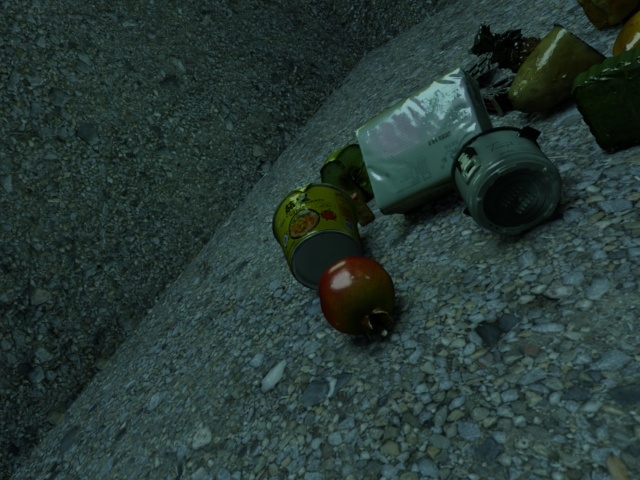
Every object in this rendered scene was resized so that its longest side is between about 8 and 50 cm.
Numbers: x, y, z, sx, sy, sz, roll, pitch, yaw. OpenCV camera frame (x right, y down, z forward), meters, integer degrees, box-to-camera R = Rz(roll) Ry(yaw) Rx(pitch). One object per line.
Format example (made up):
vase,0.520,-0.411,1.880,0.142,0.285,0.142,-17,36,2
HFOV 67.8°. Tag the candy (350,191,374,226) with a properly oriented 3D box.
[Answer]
candy,0.149,-0.117,1.814,0.062,0.122,0.038,-33,21,20

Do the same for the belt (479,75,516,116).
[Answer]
belt,0.611,-0.530,1.820,0.126,0.094,0.359,-50,25,-14

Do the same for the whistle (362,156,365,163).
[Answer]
whistle,0.339,-0.358,1.862,0.404,0.168,0.188,-41,23,5

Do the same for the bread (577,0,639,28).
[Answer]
bread,1.055,-0.905,1.641,0.344,0.195,0.149,-48,18,-5

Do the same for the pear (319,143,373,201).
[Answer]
pear,0.124,-0.304,2.022,0.164,0.238,0.256,-26,29,46

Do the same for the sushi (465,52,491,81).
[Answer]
sushi,0.635,-0.660,2.059,0.264,0.050,0.290,-33,24,57

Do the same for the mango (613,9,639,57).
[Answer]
mango,0.947,-0.593,1.397,0.217,0.102,0.141,-50,48,-9

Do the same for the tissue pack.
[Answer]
tissue pack,0.354,-0.306,1.557,0.404,0.332,0.205,-24,-14,34

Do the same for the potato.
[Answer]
potato,0.730,-0.521,1.519,0.266,0.229,0.229,-49,19,25

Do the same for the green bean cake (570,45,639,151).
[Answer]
green bean cake,0.741,-0.342,1.153,0.200,0.214,0.113,-16,29,47

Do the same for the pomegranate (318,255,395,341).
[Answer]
pomegranate,0.109,0.162,1.311,0.221,0.221,0.257,-40,50,7

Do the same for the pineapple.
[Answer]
pineapple,0.674,-0.662,1.690,0.141,0.309,0.170,-91,18,-44

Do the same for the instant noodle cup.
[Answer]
instant noodle cup,0.000,0.000,1.647,0.325,0.325,0.254,-36,33,15

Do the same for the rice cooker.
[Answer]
rice cooker,0.471,-0.158,1.231,0.227,0.241,0.281,-90,21,-55
